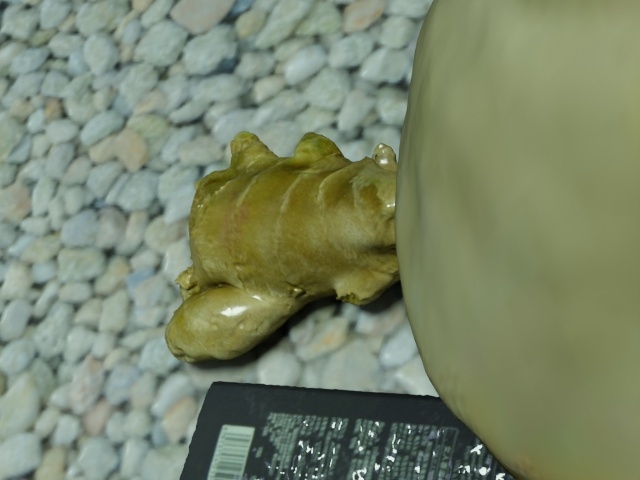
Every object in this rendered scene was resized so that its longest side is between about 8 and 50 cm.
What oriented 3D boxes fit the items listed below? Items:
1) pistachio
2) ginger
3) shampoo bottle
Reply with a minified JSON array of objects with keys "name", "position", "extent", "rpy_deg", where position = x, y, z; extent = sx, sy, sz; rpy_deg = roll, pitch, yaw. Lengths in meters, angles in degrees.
[{"name":"pistachio","position":[0.193,-0.069,0.537],"extent":[0.365,0.281,0.445],"rpy_deg":[-21,37,27]},{"name":"ginger","position":[-0.007,-0.009,0.755],"extent":[0.205,0.081,0.115],"rpy_deg":[-23,40,24]},{"name":"shampoo bottle","position":[0.076,0.127,0.630],"extent":[0.309,0.071,0.098],"rpy_deg":[0,61,30]}]
